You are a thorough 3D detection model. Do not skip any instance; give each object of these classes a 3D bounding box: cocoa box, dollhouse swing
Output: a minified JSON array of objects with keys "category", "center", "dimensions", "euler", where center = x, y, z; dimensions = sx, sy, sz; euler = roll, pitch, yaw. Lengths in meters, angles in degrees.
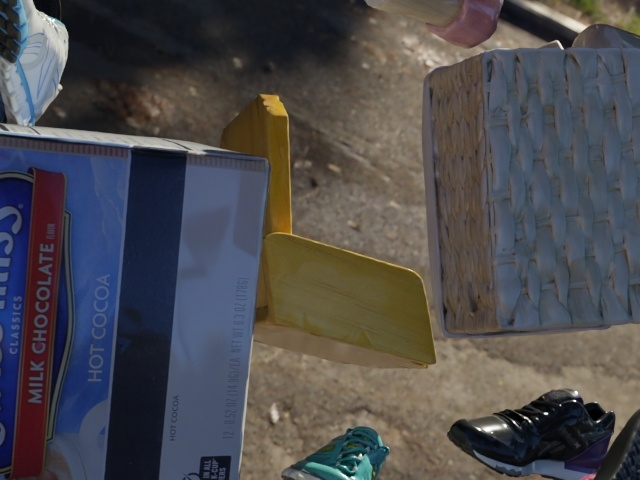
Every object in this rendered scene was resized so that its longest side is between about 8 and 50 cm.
[{"category":"cocoa box","center":[-0.192,0.092,0.783],"dimensions":[0.228,0.347,0.231],"euler":[4,5,-22]},{"category":"dollhouse swing","center":[0.000,0.000,1.512],"dimensions":[0.315,0.305,0.347],"euler":[16,-12,-15]}]

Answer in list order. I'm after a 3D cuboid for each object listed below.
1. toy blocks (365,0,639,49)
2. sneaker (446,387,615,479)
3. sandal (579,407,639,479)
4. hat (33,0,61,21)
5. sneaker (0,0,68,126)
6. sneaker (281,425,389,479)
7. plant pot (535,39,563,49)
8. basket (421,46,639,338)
[{"category":"toy blocks","center":[0.246,-0.266,0.823],"dimensions":[0.260,0.309,0.288],"euler":[4,20,-42]},{"category":"sneaker","center":[0.292,0.250,1.452],"dimensions":[0.283,0.124,0.107],"euler":[16,11,-38]},{"category":"sandal","center":[0.167,0.165,0.624],"dimensions":[0.179,0.040,0.067],"euler":[-39,94,-39]},{"category":"hat","center":[-0.519,-0.327,1.413],"dimensions":[0.331,0.331,0.134],"euler":[23,-11,-4]},{"category":"sneaker","center":[-0.236,-0.163,0.833],"dimensions":[0.071,0.190,0.083],"euler":[36,59,9]},{"category":"sneaker","center":[0.026,0.270,1.277],"dimensions":[0.107,0.110,0.275],"euler":[37,-1,6]},{"category":"plant pot","center":[0.199,-0.111,1.032],"dimensions":[0.096,0.109,0.109],"euler":[-14,53,-10]},{"category":"basket","center":[0.128,-0.026,0.613],"dimensions":[0.113,0.167,0.103],"euler":[-3,-1,-11]}]
